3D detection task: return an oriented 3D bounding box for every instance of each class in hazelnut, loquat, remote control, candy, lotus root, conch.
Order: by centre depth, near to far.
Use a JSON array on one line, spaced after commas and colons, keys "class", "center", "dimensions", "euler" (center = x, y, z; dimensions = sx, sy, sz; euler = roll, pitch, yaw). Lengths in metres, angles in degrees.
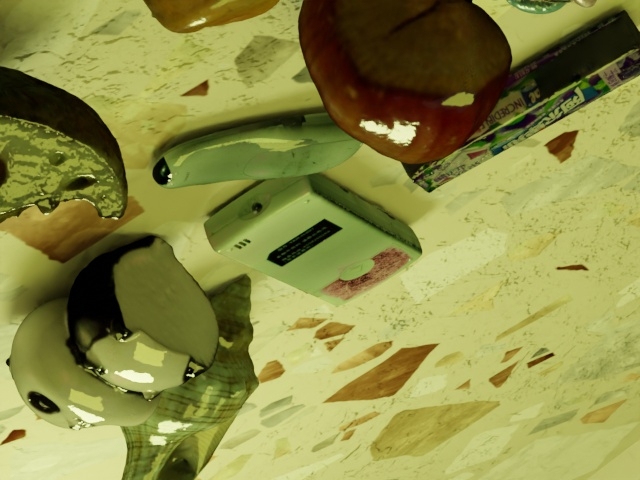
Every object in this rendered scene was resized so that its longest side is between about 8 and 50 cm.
[{"class": "loquat", "center": [-0.092, -0.232, 1.569], "dimensions": [0.137, 0.113, 0.137], "euler": [-30, -161, 12]}, {"class": "lotus root", "center": [-0.325, -0.096, 1.583], "dimensions": [0.314, 0.210, 0.142], "euler": [-10, 124, -34]}, {"class": "hazelnut", "center": [0.075, -0.176, 1.734], "dimensions": [0.181, 0.212, 0.181], "euler": [-36, 172, 10]}, {"class": "remote control", "center": [-0.059, -0.092, 1.980], "dimensions": [0.256, 0.045, 0.097], "euler": [-11, 153, -23]}, {"class": "candy", "center": [0.231, -0.154, 2.106], "dimensions": [0.312, 0.061, 0.088], "euler": [-30, 158, 13]}, {"class": "remote control", "center": [0.000, -0.001, 2.215], "dimensions": [0.145, 0.050, 0.344], "euler": [-32, 156, 15]}, {"class": "conch", "center": [-0.188, 0.207, 2.322], "dimensions": [0.203, 0.169, 0.386], "euler": [15, 120, -50]}]

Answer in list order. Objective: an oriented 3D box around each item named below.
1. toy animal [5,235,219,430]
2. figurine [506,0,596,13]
[{"class": "toy animal", "center": [-0.245, 0.124, 2.096], "dimensions": [0.187, 0.165, 0.235], "euler": [30, 125, -35]}, {"class": "figurine", "center": [0.222, -0.305, 1.717], "dimensions": [0.205, 0.103, 0.260], "euler": [-2, 154, 10]}]
